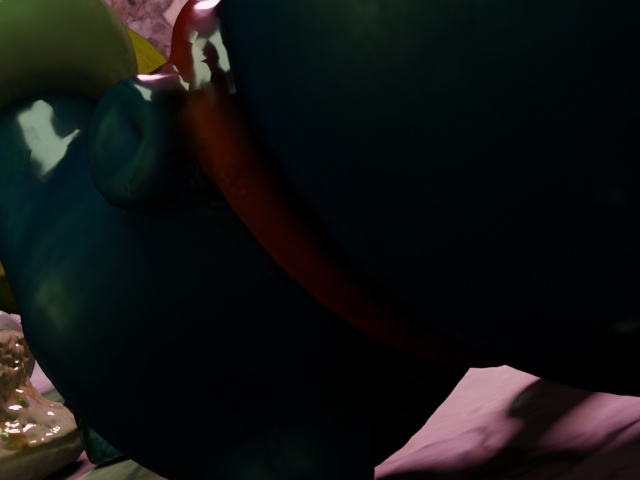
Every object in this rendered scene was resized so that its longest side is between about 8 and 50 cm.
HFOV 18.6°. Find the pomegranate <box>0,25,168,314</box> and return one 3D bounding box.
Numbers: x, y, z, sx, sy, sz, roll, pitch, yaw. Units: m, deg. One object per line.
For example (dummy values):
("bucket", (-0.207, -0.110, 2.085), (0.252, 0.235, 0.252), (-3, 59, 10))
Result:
("pomegranate", (-0.179, -0.028, 1.227), (0.241, 0.190, 0.159), (-32, -26, 9))

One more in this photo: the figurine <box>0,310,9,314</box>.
("figurine", (-0.285, 0.035, 1.377), (0.262, 0.120, 0.164), (-1, 24, 23))

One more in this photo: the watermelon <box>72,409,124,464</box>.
("watermelon", (0.000, 0.000, 0.778), (0.154, 0.094, 0.241), (-14, 6, 15))

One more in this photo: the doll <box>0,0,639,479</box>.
("doll", (0.053, -0.042, 0.446), (0.198, 0.186, 0.322), (12, -40, -42))

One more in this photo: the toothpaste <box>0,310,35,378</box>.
("toothpaste", (-0.201, 0.068, 1.061), (0.069, 0.047, 0.268), (-39, 8, -21))

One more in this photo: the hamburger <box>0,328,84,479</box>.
("hamburger", (-0.161, 0.079, 0.725), (0.140, 0.062, 0.133), (-22, 2, 33))
